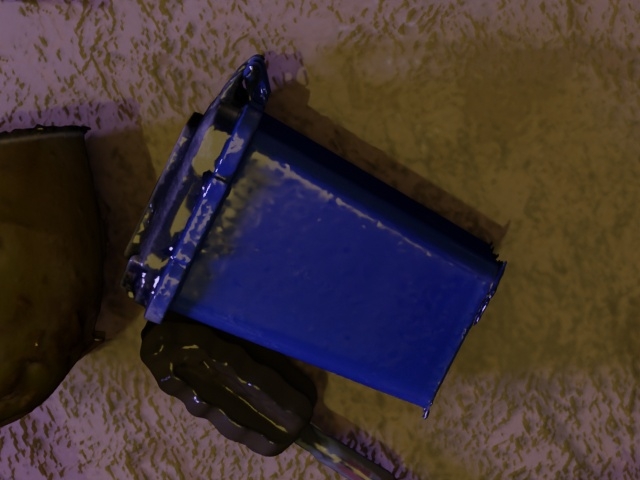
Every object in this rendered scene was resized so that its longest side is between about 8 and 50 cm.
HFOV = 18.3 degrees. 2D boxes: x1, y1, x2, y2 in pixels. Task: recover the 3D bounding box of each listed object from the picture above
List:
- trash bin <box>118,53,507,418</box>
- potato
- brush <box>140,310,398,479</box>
[{"bbox_3d":[0.000,0.000,1.354,0.234,0.162,0.184,26,99,-3],"label":"trash bin"},{"bbox_3d":[-0.292,0.039,1.342,0.300,0.246,0.196,-10,88,10],"label":"potato"},{"bbox_3d":[-0.002,0.147,1.413,0.301,0.084,0.071,35,98,-5],"label":"brush"}]
